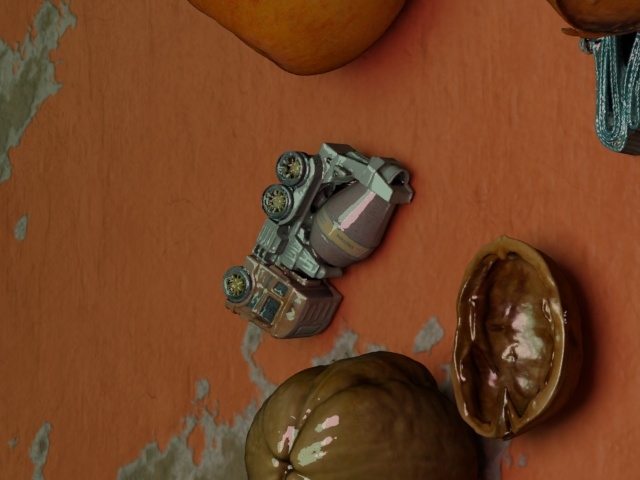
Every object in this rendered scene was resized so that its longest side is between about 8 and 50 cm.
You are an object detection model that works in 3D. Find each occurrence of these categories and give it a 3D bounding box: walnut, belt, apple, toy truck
[{"bbox_3d":[0.036,0.240,1.888,0.227,0.283,0.283,31,108,32],"label":"walnut"},{"bbox_3d":[0.300,-0.177,1.811,0.100,0.065,0.179,3,87,37],"label":"belt"},{"bbox_3d":[-0.035,-0.339,2.021,0.299,0.299,0.275,35,106,44],"label":"apple"},{"bbox_3d":[0.217,0.103,1.845,0.167,0.087,0.211,-6,79,53],"label":"walnut"},{"bbox_3d":[0.000,0.000,2.084,0.140,0.108,0.257,36,109,29],"label":"toy truck"}]

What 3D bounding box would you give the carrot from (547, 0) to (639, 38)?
[{"bbox_3d":[0.253,-0.385,1.757,0.224,0.224,0.341,-50,45,30],"label":"carrot"}]
